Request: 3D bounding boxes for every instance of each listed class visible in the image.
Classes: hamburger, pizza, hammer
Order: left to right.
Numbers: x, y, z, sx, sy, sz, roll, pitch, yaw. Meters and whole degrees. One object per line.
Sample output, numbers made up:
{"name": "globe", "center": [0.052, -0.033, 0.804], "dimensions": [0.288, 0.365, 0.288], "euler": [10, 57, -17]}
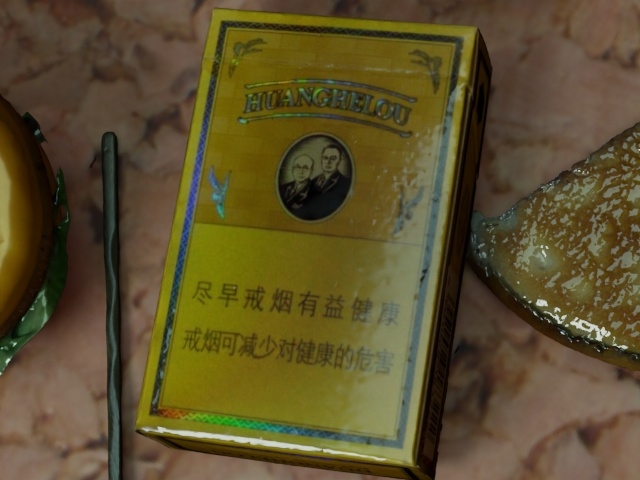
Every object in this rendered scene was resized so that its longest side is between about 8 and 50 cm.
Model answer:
{"name": "hamburger", "center": [-0.286, -0.008, 1.132], "dimensions": [0.246, 0.170, 0.246], "euler": [0, 88, 0]}
{"name": "hammer", "center": [-0.148, 0.062, 1.180], "dimensions": [0.058, 0.029, 0.292], "euler": [-4, 74, 1]}
{"name": "pizza", "center": [0.210, -0.013, 1.156], "dimensions": [0.185, 0.052, 0.195], "euler": [32, 85, 18]}

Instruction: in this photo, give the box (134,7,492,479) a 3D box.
{"name": "box", "center": [0.000, 0.000, 1.142], "dimensions": [0.192, 0.084, 0.302], "euler": [6, 76, 13]}
